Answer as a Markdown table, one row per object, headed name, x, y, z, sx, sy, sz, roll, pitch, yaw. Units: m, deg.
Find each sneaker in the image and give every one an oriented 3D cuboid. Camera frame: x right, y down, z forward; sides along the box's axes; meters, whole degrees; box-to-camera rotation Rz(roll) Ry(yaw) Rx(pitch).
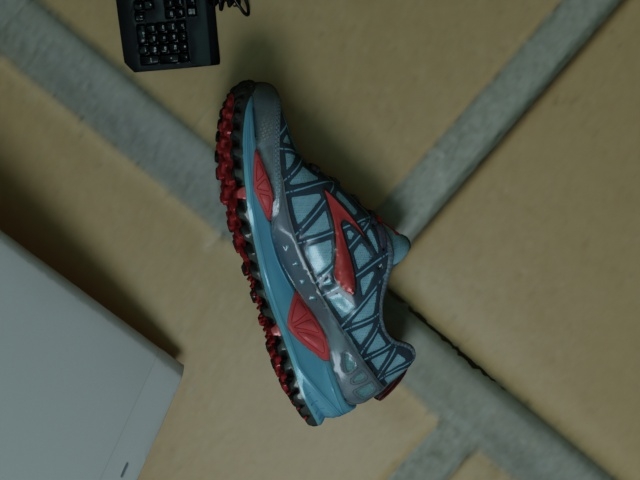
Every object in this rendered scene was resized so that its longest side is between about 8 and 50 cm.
| name | x | y | z | sx | sy | sz | roll | pitch | yaw |
| --- | --- | --- | --- | --- | --- | --- | --- | --- | --- |
| sneaker | 0.000 | 0.000 | 0.797 | 0.125 | 0.104 | 0.262 | -19 | 104 | -12 |

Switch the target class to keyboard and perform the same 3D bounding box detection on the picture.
| name | x | y | z | sx | sy | sz | roll | pitch | yaw |
| --- | --- | --- | --- | --- | --- | --- | --- | --- | --- |
| keyboard | -0.109 | -0.222 | 0.774 | 0.100 | 0.038 | 0.192 | -5 | 101 | 3 |

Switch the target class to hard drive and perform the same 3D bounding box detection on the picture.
| name | x | y | z | sx | sy | sz | roll | pitch | yaw |
| --- | --- | --- | --- | --- | --- | --- | --- | --- | --- |
| hard drive | -0.249 | 0.090 | 0.720 | 0.040 | 0.203 | 0.307 | -18 | 131 | 44 |
